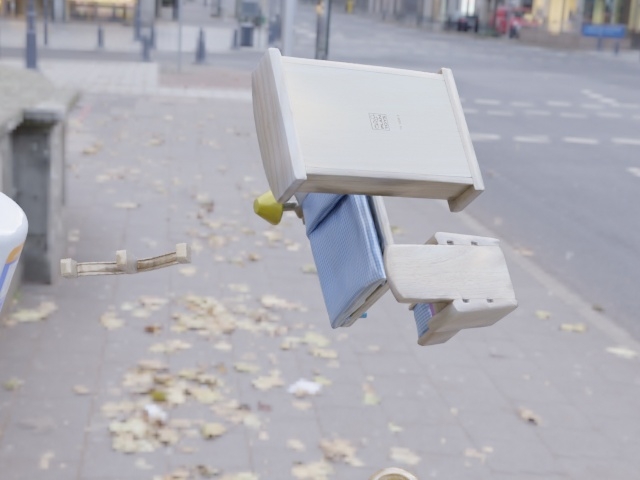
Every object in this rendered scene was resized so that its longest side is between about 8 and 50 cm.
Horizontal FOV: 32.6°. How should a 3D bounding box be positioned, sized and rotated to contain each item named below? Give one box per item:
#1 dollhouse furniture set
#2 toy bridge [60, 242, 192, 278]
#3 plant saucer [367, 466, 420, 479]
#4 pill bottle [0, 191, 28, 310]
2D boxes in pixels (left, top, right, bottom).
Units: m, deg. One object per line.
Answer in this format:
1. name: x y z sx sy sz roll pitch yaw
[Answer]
1. dollhouse furniture set: 0.000 0.000 1.092 0.198 0.286 0.303 1 -27 -27
2. toy bridge: -0.274 0.032 1.551 0.188 0.026 0.063 -8 -12 6
3. plant saucer: 0.095 0.332 1.416 0.083 0.083 0.015 5 -28 7
4. pill bottle: -0.365 0.081 0.943 0.152 0.272 0.152 22 15 -6
